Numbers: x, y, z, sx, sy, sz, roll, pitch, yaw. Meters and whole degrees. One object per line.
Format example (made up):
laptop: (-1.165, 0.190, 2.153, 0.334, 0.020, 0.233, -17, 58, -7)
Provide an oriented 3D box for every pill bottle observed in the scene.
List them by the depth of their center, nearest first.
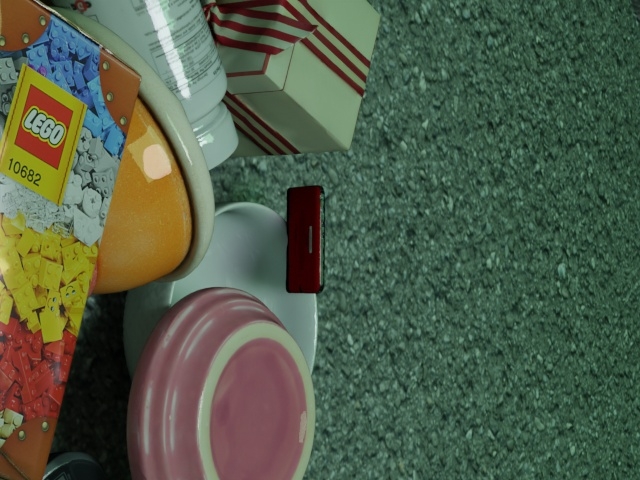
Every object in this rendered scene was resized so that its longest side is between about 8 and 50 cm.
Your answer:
pill bottle: (-0.203, -0.218, 1.894, 0.160, 0.160, 0.283, -48, 128, -46)

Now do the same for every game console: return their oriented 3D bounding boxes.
game console: (0.000, 0.000, 2.192, 0.085, 0.124, 0.144, 1, 88, -31)

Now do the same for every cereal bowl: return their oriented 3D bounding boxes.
cereal bowl: (-0.150, 0.115, 2.159, 0.339, 0.141, 0.339, 3, 87, -56)

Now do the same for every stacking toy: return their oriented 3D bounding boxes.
stacking toy: (-0.379, -0.002, 1.725, 0.480, 0.350, 0.351, -38, 122, -33)

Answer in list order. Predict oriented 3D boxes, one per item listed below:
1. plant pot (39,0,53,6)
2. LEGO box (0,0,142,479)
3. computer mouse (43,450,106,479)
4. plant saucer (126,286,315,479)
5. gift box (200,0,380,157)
plant pot: (-0.364, -0.314, 1.886, 0.134, 0.095, 0.134, 3, 86, -57)
LEGO box: (-0.439, -0.001, 1.400, 0.193, 0.500, 0.373, 34, 62, -50)
computer mouse: (-0.369, 0.336, 1.897, 0.272, 0.072, 0.189, -35, 120, -38)
plant saucer: (-0.107, 0.224, 2.024, 0.332, 0.084, 0.332, -1, 92, -56)
gift box: (-0.072, -0.277, 2.177, 0.258, 0.276, 0.255, 38, 53, -48)
